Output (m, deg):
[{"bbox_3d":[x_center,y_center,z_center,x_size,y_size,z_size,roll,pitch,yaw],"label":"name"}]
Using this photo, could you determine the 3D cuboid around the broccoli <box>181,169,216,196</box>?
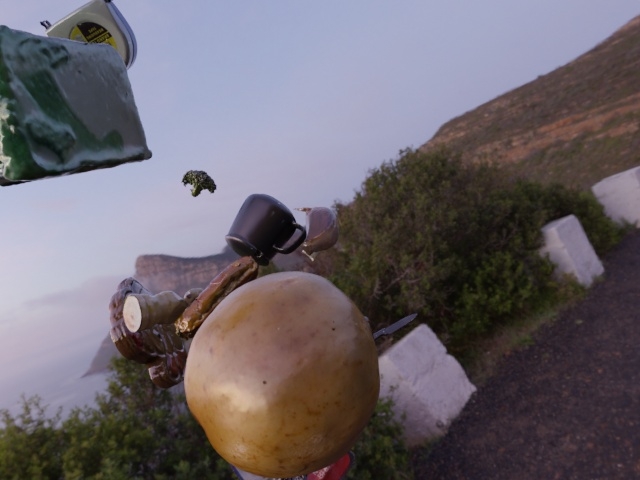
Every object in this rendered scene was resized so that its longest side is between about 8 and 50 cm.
[{"bbox_3d":[-0.406,-0.190,1.574,0.092,0.095,0.097,-63,-18,10],"label":"broccoli"}]

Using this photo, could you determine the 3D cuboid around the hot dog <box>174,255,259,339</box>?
[{"bbox_3d":[-0.252,0.138,1.165,0.269,0.072,0.115,-45,-5,-31],"label":"hot dog"}]

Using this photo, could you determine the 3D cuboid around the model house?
[{"bbox_3d":[-0.487,-0.173,0.716,0.324,0.194,0.267,-10,13,16],"label":"model house"}]

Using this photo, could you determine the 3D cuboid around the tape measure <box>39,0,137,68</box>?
[{"bbox_3d":[-0.588,-0.605,1.340,0.351,0.215,0.098,-23,29,15],"label":"tape measure"}]

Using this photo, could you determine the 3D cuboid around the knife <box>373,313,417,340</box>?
[{"bbox_3d":[0.191,0.237,1.257,0.170,0.023,0.010,-26,-27,-15],"label":"knife"}]

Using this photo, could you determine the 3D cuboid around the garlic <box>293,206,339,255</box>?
[{"bbox_3d":[-0.011,-0.050,1.423,0.128,0.198,0.090,-13,-42,0],"label":"garlic"}]

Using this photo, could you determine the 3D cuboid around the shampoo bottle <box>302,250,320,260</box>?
[{"bbox_3d":[0.000,0.000,1.561,0.141,0.049,0.034,-51,0,-14],"label":"shampoo bottle"}]

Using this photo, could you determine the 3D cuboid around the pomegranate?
[{"bbox_3d":[-0.059,0.193,0.693,0.307,0.307,0.307,-22,-1,0],"label":"pomegranate"}]

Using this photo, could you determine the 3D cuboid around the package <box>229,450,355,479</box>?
[{"bbox_3d":[-0.084,0.443,0.959,0.194,0.269,0.071,-55,-27,-15],"label":"package"}]

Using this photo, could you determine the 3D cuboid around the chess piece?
[{"bbox_3d":[-0.377,0.167,1.165,0.090,0.090,0.200,-22,-12,37],"label":"chess piece"}]

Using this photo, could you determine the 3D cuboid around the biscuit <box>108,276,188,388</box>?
[{"bbox_3d":[-0.513,0.273,1.406,0.074,0.359,0.381,-34,2,-5],"label":"biscuit"}]

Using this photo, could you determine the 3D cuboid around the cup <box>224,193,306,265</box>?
[{"bbox_3d":[-0.150,-0.021,1.313,0.223,0.169,0.177,22,67,31],"label":"cup"}]
